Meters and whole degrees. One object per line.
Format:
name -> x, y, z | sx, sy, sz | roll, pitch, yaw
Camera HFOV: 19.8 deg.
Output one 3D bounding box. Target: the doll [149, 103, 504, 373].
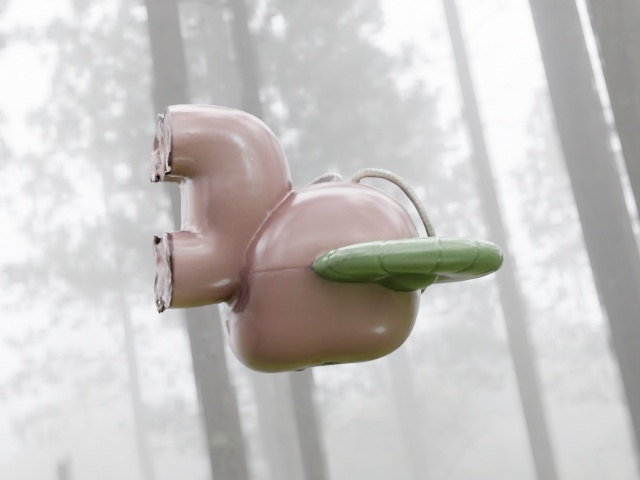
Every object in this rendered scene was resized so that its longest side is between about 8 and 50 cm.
doll -> 0.000, 0.000, 1.504 | 0.268, 0.216, 0.284 | 0, -1, -11
